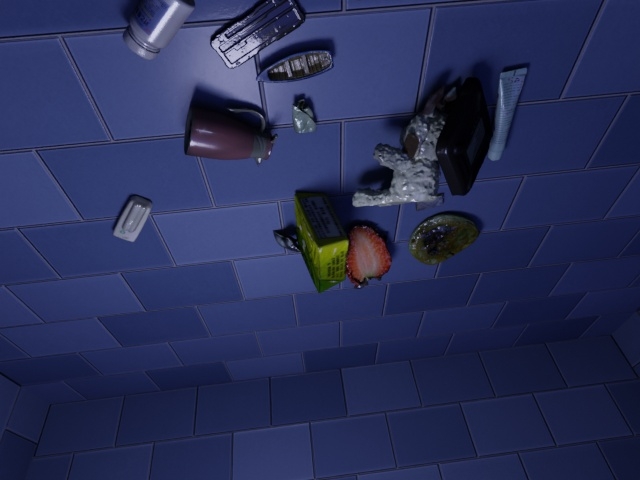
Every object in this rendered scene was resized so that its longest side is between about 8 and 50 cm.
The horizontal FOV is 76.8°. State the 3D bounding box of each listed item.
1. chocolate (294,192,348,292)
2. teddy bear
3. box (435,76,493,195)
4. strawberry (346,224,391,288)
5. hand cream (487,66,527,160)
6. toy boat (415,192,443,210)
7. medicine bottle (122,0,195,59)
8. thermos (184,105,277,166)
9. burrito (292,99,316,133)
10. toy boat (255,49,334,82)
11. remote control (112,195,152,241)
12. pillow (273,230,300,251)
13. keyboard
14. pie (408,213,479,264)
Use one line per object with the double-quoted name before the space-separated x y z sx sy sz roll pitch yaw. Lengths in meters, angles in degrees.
"chocolate" 0.000 0.000 1.574 0.137 0.300 0.288 -15 141 -12
"teddy bear" 0.298 -0.305 1.403 0.328 0.362 0.375 -5 -176 -37
"box" 0.468 -0.324 1.296 0.073 0.290 0.289 16 162 36
"strawberry" 0.194 0.044 1.804 0.234 0.138 0.306 -20 116 -15
"hand cream" 0.625 -0.417 1.374 0.085 0.058 0.331 -9 139 2
"toy boat" 0.453 -0.158 1.675 0.115 0.016 0.063 -13 139 7
"medicine bottle" -0.405 -0.552 1.006 0.187 0.102 0.103 -35 133 28
"thermos" -0.279 -0.332 1.268 0.265 0.146 0.176 4 113 -26
"burrito" -0.054 -0.396 1.291 0.074 0.044 0.118 -10 141 -2
"toy boat" -0.077 -0.502 1.165 0.229 0.045 0.080 -13 140 6
"remote control" -0.718 -0.076 1.540 0.090 0.049 0.230 23 132 -28
"pillow" -0.143 0.006 1.685 0.091 0.136 0.055 19 89 -42
"keyboard" -0.172 -0.570 1.092 0.262 0.016 0.106 -25 137 17
"pie" 0.553 -0.006 1.829 0.323 0.070 0.323 -4 138 -4
